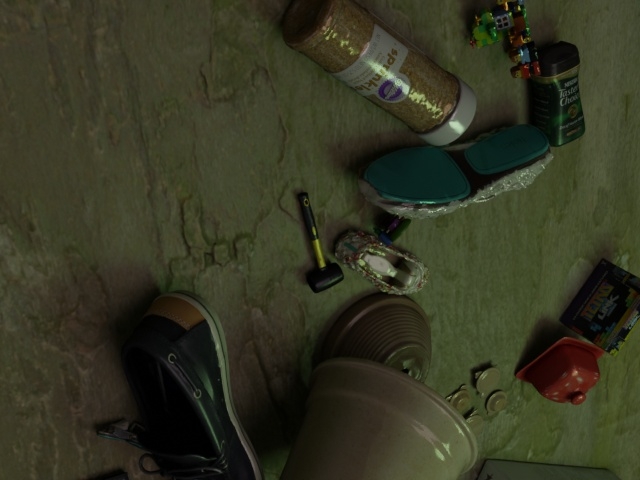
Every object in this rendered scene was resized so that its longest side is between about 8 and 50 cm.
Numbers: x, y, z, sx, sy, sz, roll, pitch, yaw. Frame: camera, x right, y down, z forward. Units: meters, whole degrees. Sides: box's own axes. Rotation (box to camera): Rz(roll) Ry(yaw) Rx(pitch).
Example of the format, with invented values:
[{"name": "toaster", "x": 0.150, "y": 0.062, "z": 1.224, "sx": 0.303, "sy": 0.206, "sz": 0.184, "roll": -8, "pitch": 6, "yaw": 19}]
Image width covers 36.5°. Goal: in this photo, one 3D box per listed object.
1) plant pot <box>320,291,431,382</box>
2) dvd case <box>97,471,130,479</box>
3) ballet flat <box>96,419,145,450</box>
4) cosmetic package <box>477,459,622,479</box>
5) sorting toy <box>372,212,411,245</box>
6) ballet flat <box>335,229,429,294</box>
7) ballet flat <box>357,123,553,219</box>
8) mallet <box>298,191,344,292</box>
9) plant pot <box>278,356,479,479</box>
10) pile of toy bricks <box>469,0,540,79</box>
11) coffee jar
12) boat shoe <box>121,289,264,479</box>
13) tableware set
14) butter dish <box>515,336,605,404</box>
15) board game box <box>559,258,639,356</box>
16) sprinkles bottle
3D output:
[{"name": "plant pot", "x": 0.128, "y": 0.224, "z": 1.831, "sx": 0.237, "sy": 0.110, "sz": 0.237, "roll": -13, "pitch": 117, "yaw": -27}, {"name": "dvd case", "x": -0.378, "y": 0.530, "z": 1.623, "sx": 0.179, "sy": 0.029, "sz": 0.239, "roll": -13, "pitch": 83, "yaw": -27}, {"name": "ballet flat", "x": -0.327, "y": 0.325, "z": 1.640, "sx": 0.114, "sy": 0.041, "sz": 0.041, "roll": 29, "pitch": 95, "yaw": -38}, {"name": "cosmetic package", "x": 0.573, "y": 0.642, "z": 2.230, "sx": 0.453, "sy": 0.230, "sz": 0.161, "roll": 14, "pitch": 104, "yaw": -35}, {"name": "sorting toy", "x": 0.125, "y": -0.026, "z": 1.731, "sx": 0.042, "sy": 0.102, "sz": 0.061, "roll": 41, "pitch": 90, "yaw": -3}, {"name": "ballet flat", "x": 0.125, "y": 0.054, "z": 1.769, "sx": 0.241, "sy": 0.077, "sz": 0.091, "roll": 22, "pitch": 98, "yaw": -38}, {"name": "ballet flat", "x": 0.243, "y": -0.101, "z": 1.747, "sx": 0.409, "sy": 0.147, "sz": 0.147, "roll": -15, "pitch": 119, "yaw": -25}, {"name": "mallet", "x": 0.000, "y": 0.000, "z": 1.695, "sx": 0.062, "sy": 0.039, "sz": 0.190, "roll": -19, "pitch": 117, "yaw": -23}, {"name": "plant pot", "x": 0.061, "y": 0.425, "z": 1.673, "sx": 0.305, "sy": 0.334, "sz": 0.334, "roll": -57, "pitch": 134, "yaw": -34}, {"name": "pile of toy bricks", "x": 0.307, "y": -0.367, "z": 1.685, "sx": 0.105, "sy": 0.118, "sz": 0.212, "roll": -16, "pitch": 135, "yaw": 12}, {"name": "coffee jar", "x": 0.440, "y": -0.274, "z": 1.814, "sx": 0.096, "sy": 0.079, "sz": 0.184, "roll": -27, "pitch": 123, "yaw": -20}, {"name": "boat shoe", "x": -0.215, "y": 0.328, "z": 1.598, "sx": 0.156, "sy": 0.187, "sz": 0.500, "roll": -40, "pitch": 128, "yaw": -50}, {"name": "tableware set", "x": 0.338, "y": 0.347, "z": 2.077, "sx": 0.141, "sy": 0.020, "sz": 0.169, "roll": -34, "pitch": 127, "yaw": -13}, {"name": "butter dish", "x": 0.535, "y": 0.300, "z": 2.096, "sx": 0.160, "sy": 0.118, "sz": 0.160, "roll": 20, "pitch": 128, "yaw": -37}, {"name": "board game box", "x": 0.618, "y": 0.142, "z": 2.080, "sx": 0.048, "sy": 0.141, "sz": 0.170, "roll": 33, "pitch": 92, "yaw": -40}, {"name": "sprinkles bottle", "x": 0.101, "y": -0.280, "z": 1.572, "sx": 0.355, "sy": 0.121, "sz": 0.121, "roll": 28, "pitch": 95, "yaw": -37}]
